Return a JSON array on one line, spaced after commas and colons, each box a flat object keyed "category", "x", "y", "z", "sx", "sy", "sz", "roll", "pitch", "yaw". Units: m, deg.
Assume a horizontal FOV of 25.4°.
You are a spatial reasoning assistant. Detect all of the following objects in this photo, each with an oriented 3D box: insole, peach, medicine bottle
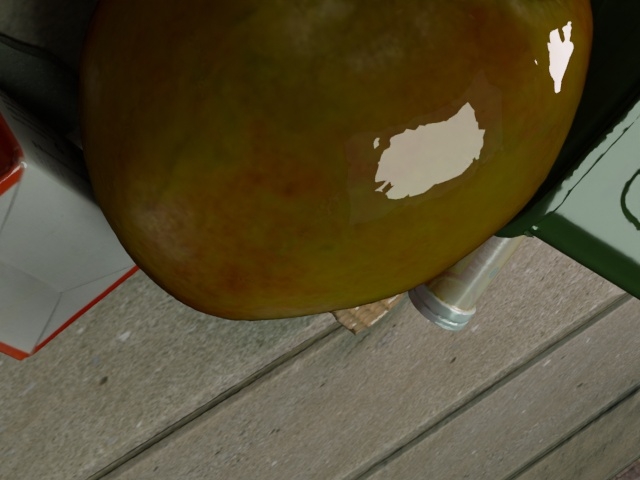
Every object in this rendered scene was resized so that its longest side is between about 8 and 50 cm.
[{"category": "insole", "x": -0.204, "y": -0.103, "z": 0.883, "sx": 0.063, "sy": 0.010, "sz": 0.192, "roll": -44, "pitch": 153, "yaw": 5}, {"category": "peach", "x": -0.002, "y": -0.093, "z": 0.870, "sx": 0.332, "sy": 0.308, "sz": 0.308, "roll": -43, "pitch": 156, "yaw": 29}, {"category": "medicine bottle", "x": 0.178, "y": -0.009, "z": 1.471, "sx": 0.074, "sy": 0.074, "sz": 0.218, "roll": -2, "pitch": 132, "yaw": -52}]

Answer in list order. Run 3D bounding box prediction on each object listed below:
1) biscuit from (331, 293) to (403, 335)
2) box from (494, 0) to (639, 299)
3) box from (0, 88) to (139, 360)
[{"category": "biscuit", "x": 0.000, "y": 0.000, "z": 1.262, "sx": 0.094, "sy": 0.054, "sz": 0.379, "roll": -41, "pitch": 154, "yaw": 3}, {"category": "box", "x": 0.223, "y": -0.121, "z": 1.053, "sx": 0.178, "sy": 0.328, "sz": 0.252, "roll": 32, "pitch": 109, "yaw": -23}, {"category": "box", "x": -0.207, "y": -0.013, "z": 0.910, "sx": 0.133, "sy": 0.099, "sz": 0.182, "roll": -37, "pitch": 152, "yaw": 8}]
